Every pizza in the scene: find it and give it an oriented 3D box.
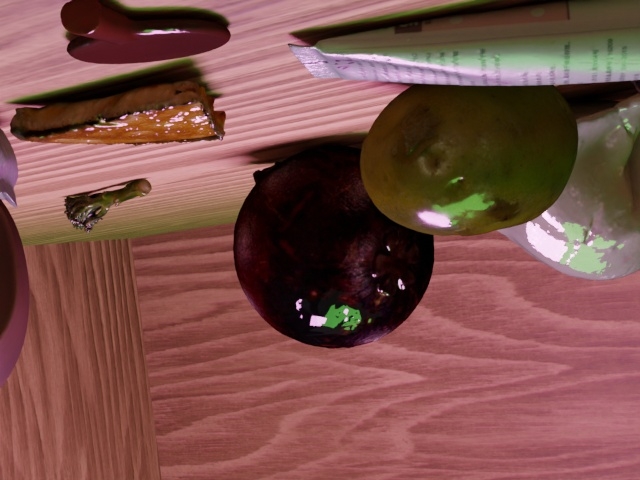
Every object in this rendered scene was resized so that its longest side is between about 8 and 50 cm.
[{"bbox_3d":[-0.146,-0.102,0.752,0.185,0.036,0.176,-5,177,-22],"label":"pizza"}]

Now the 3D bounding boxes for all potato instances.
[{"bbox_3d":[0.135,-0.084,0.863,0.186,0.148,0.253,9,-168,14],"label":"potato"}]

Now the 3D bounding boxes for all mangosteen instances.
[{"bbox_3d":[0.007,0.010,1.349,0.293,0.297,0.297,-1,-177,31],"label":"mangosteen"}]

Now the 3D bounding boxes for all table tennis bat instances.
[{"bbox_3d":[-0.109,-0.118,0.560,0.098,0.019,0.155,-7,-178,10],"label":"table tennis bat"}]

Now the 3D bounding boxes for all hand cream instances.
[{"bbox_3d":[0.149,-0.128,0.640,0.331,0.058,0.085,-5,177,13],"label":"hand cream"}]

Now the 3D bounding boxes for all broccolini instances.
[{"bbox_3d":[-0.339,-0.056,1.521,0.216,0.067,0.058,-8,-143,48],"label":"broccolini"}]

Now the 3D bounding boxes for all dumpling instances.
[{"bbox_3d":[0.335,-0.088,1.167,0.212,0.270,0.321,19,-139,36],"label":"dumpling"}]

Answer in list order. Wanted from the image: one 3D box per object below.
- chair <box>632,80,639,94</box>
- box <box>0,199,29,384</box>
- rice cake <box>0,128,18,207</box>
[{"bbox_3d":[0.319,-0.089,0.744,0.174,0.213,0.149,-7,164,-44],"label":"chair"},{"bbox_3d":[-0.428,0.050,0.947,0.301,0.301,0.216,-7,172,-26],"label":"box"},{"bbox_3d":[-0.263,-0.066,0.705,0.051,0.081,0.290,-20,-178,-11],"label":"rice cake"}]
